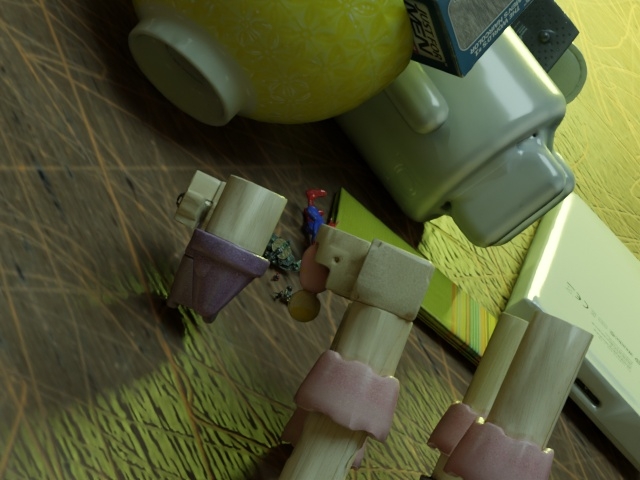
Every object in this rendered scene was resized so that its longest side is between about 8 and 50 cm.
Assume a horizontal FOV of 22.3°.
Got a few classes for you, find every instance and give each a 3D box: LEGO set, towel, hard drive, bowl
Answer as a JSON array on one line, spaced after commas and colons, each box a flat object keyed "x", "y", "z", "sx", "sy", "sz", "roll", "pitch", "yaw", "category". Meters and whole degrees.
[{"x": -0.037, "y": 0.020, "z": 1.408, "sx": 0.054, "sy": 0.023, "sz": 0.083, "roll": 31, "pitch": 45, "yaw": -27, "category": "LEGO set"}, {"x": 0.099, "y": 0.048, "z": 1.570, "sx": 0.237, "sy": 0.021, "sz": 0.102, "roll": 40, "pitch": 23, "yaw": -14, "category": "towel"}, {"x": 0.168, "y": -0.273, "z": 1.932, "sx": 0.255, "sy": 0.172, "sz": 0.054, "roll": 40, "pitch": -6, "yaw": -17, "category": "hard drive"}, {"x": -0.077, "y": -0.194, "z": 1.436, "sx": 0.289, "sy": 0.289, "sz": 0.156, "roll": 44, "pitch": 71, "yaw": -10, "category": "bowl"}, {"x": 0.314, "y": 0.091, "z": 1.781, "sx": 0.233, "sy": 0.047, "sz": 0.353, "roll": 47, "pitch": 25, "yaw": -4, "category": "hard drive"}]

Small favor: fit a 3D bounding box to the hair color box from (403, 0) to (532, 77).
[{"x": 0.038, "y": -0.288, "z": 1.519, "sx": 0.347, "sy": 0.174, "sz": 0.105, "roll": 25, "pitch": -27, "yaw": 36, "category": "hair color box"}]

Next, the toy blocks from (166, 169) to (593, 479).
[{"x": -0.006, "y": 0.126, "z": 1.146, "sx": 0.309, "sy": 0.260, "sz": 0.288, "roll": 24, "pitch": -2, "yaw": 2, "category": "toy blocks"}]

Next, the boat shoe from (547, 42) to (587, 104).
[{"x": 0.180, "y": -0.289, "z": 2.024, "sx": 0.340, "sy": 0.127, "sz": 0.113, "roll": 31, "pitch": 2, "yaw": -18, "category": "boat shoe"}]

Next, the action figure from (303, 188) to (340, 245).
[{"x": 0.000, "y": 0.000, "z": 1.463, "sx": 0.030, "sy": 0.038, "sz": 0.115, "roll": 7, "pitch": 39, "yaw": -7, "category": "action figure"}]

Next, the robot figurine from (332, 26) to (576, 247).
[{"x": 0.109, "y": -0.161, "z": 1.649, "sx": 0.353, "sy": 0.200, "sz": 0.300, "roll": 54, "pitch": 10, "yaw": 10, "category": "robot figurine"}]
